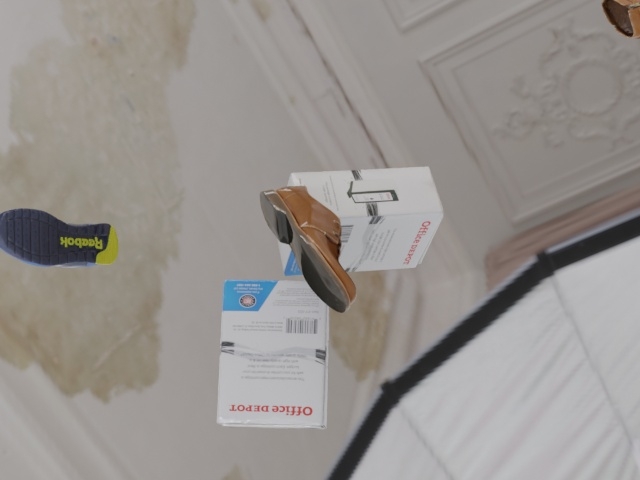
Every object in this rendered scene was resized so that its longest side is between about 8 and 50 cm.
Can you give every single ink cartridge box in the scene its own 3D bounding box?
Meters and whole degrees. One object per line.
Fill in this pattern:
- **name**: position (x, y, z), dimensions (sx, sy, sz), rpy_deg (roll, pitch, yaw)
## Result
- **ink cartridge box**: position (0.051, -0.026, 1.504), dimensions (0.148, 0.203, 0.086), rpy_deg (110, 152, -55)
- **ink cartridge box**: position (-0.059, 0.152, 1.417), dimensions (0.082, 0.139, 0.191), rpy_deg (74, -163, -77)

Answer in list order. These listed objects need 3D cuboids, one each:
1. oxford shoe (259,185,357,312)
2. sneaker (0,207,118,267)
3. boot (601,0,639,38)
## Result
- **oxford shoe**: position (0.000, 0.000, 1.320), dimensions (0.076, 0.076, 0.212), rpy_deg (92, 153, -47)
- **sneaker**: position (-0.265, 0.003, 1.042), dimensions (0.144, 0.059, 0.053), rpy_deg (15, -105, -53)
- **boot**: position (0.591, -0.368, 1.888), dimensions (0.152, 0.073, 0.197), rpy_deg (-17, -126, -44)
